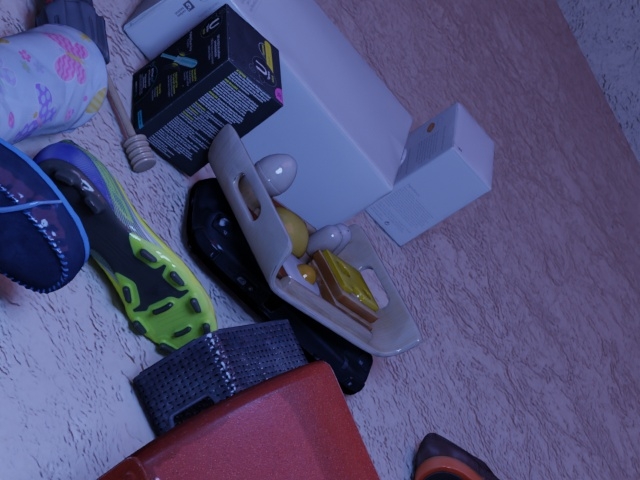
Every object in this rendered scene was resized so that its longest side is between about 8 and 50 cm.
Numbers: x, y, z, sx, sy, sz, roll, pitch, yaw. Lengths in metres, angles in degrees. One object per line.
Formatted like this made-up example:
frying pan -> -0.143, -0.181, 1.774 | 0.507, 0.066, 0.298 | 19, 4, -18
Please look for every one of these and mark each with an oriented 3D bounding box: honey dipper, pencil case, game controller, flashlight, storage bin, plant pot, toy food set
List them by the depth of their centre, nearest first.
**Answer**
plant pot -> -0.104, 0.296, 1.666 | 0.235, 0.267, 0.267 | -6, 66, -48
pencil case -> -0.329, -0.153, 1.901 | 0.124, 0.113, 0.273 | 65, 26, -6
storage bin -> -0.101, 0.153, 1.948 | 0.180, 0.122, 0.084 | -6, 67, -61
flashlight -> -0.315, -0.336, 2.143 | 0.103, 0.103, 0.304 | 5, 54, -26
honey dipper -> -0.238, -0.156, 2.154 | 0.030, 0.030, 0.161 | 8, 53, -57
toy food set -> 0.000, 0.000, 2.194 | 0.306, 0.092, 0.220 | 35, 21, -48
game controller -> -0.049, 0.055, 2.232 | 0.319, 0.067, 0.166 | 45, 14, -24

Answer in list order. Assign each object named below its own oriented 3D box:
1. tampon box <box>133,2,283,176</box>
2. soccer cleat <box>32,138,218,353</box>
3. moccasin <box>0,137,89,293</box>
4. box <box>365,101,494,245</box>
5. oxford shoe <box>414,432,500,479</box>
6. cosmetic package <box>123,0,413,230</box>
tampon box -> -0.137, -0.183, 2.200 | 0.101, 0.161, 0.120 | 39, 29, -33
soccer cleat -> -0.205, 0.004, 1.969 | 0.289, 0.093, 0.121 | 49, 21, -18
moccasin -> -0.380, -0.058, 1.725 | 0.342, 0.138, 0.117 | 39, 34, -6
box -> 0.157, -0.096, 2.604 | 0.091, 0.170, 0.130 | 46, 29, -22
oxford shoe -> 0.227, 0.345, 2.338 | 0.271, 0.097, 0.098 | 45, 23, -24
cosmetic package -> -0.058, -0.215, 2.390 | 0.385, 0.156, 0.217 | 51, 27, -16
